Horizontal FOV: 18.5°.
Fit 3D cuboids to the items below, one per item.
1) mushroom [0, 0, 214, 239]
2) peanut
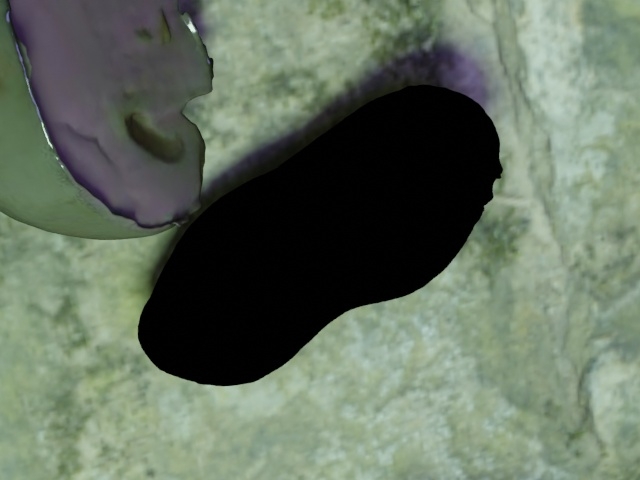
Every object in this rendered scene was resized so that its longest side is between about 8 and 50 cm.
[{"bbox_3d":[-0.133,-0.088,0.919,0.117,0.141,0.188,-7,107,20],"label":"mushroom"},{"bbox_3d":[0.000,0.000,1.017,0.214,0.090,0.098,-31,148,-4],"label":"peanut"}]
